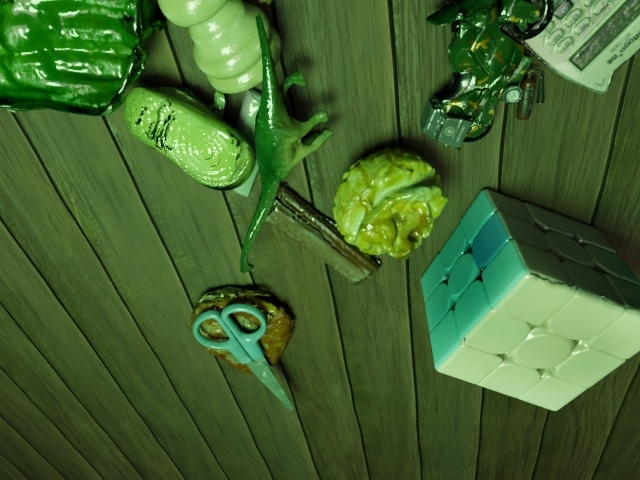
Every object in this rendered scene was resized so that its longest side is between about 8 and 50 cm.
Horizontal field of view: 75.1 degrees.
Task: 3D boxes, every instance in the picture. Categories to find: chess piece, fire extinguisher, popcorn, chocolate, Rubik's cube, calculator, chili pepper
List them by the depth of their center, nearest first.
[{"bbox_3d":[-0.172,-0.355,0.610,0.144,0.144,0.251,-13,156,15],"label":"chess piece"},{"bbox_3d":[0.413,-0.370,0.662,0.268,0.040,0.177,32,122,-15],"label":"calculator"},{"bbox_3d":[-0.437,-0.329,0.714,0.385,0.167,0.213,-6,129,9],"label":"chili pepper"},{"bbox_3d":[0.380,-0.268,0.743,0.046,0.032,0.100,4,132,17],"label":"fire extinguisher"},{"bbox_3d":[0.130,-0.076,0.823,0.204,0.184,0.221,29,111,-29],"label":"popcorn"},{"bbox_3d":[0.413,0.116,0.855,0.291,0.290,0.292,20,126,-7],"label":"Rubik's cube"},{"bbox_3d":[0.002,0.002,0.959,0.329,0.065,0.102,38,120,-21],"label":"chocolate"}]

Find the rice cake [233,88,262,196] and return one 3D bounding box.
[{"bbox_3d":[-0.148,-0.193,0.853,0.080,0.042,0.222,22,126,-11],"label":"rice cake"}]

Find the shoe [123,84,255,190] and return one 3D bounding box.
[{"bbox_3d":[-0.238,-0.213,0.794,0.262,0.128,0.140,27,134,-10],"label":"shoe"}]

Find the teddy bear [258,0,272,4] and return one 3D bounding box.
[{"bbox_3d":[-0.067,-0.451,0.605,0.251,0.129,0.182,2,114,7],"label":"teddy bear"}]

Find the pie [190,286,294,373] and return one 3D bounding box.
[{"bbox_3d":[-0.216,0.238,1.139,0.308,0.085,0.308,3,125,4],"label":"pie"}]

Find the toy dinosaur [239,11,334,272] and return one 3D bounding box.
[{"bbox_3d":[-0.118,-0.140,0.749,0.301,0.087,0.447,-37,143,-7],"label":"toy dinosaur"}]

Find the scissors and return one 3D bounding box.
[{"bbox_3d":[-0.170,0.341,1.137,0.192,0.029,0.447,-19,123,11],"label":"scissors"}]

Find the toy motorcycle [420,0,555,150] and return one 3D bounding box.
[{"bbox_3d":[0.245,-0.285,0.693,0.187,0.125,0.275,12,127,-6],"label":"toy motorcycle"}]
